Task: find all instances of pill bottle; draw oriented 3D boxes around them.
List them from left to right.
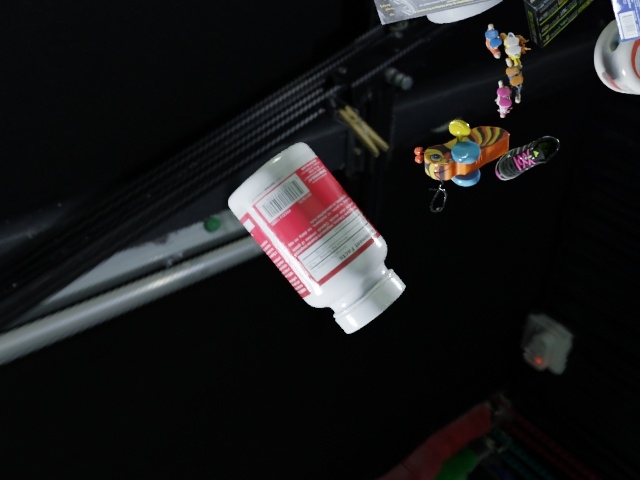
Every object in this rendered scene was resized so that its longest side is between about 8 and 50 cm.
[{"bbox_3d":[0.000,0.000,1.721,0.229,0.407,0.229,-39,1,1],"label":"pill bottle"}]

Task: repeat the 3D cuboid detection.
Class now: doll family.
[{"bbox_3d":[0.538,-0.484,2.137,0.163,0.119,0.262,-35,-66,-75],"label":"doll family"}]

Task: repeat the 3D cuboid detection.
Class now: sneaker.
[{"bbox_3d":[0.493,-0.199,1.794,0.171,0.063,0.075,-27,2,-6],"label":"sneaker"}]

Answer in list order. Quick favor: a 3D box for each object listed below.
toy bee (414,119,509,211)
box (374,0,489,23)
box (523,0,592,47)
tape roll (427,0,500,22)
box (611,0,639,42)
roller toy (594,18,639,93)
[{"bbox_3d":[0.325,-0.214,1.904,0.298,0.162,0.195,-21,-47,-40],"label":"toy bee"},{"bbox_3d":[0.211,-0.494,1.205,0.076,0.308,0.242,-74,-32,-42],"label":"box"},{"bbox_3d":[0.562,-0.565,1.763,0.191,0.045,0.184,-44,-24,5],"label":"box"},{"bbox_3d":[0.310,-0.543,1.579,0.219,0.219,0.072,-42,-59,-13],"label":"tape roll"},{"bbox_3d":[0.715,-0.492,1.544,0.036,0.225,0.136,-51,-54,-41],"label":"box"},{"bbox_3d":[0.779,-0.447,1.836,0.191,0.146,0.209,-15,-72,-9],"label":"roller toy"}]
